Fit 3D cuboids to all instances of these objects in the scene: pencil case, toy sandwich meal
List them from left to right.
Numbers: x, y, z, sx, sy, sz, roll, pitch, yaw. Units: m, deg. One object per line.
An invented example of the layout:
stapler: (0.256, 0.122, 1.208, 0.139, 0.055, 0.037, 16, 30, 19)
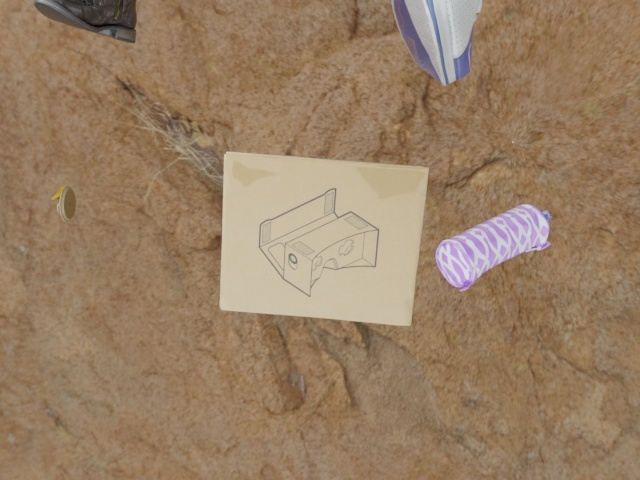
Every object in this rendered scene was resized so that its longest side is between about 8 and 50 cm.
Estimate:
toy sandwich meal: (-0.553, -0.081, 1.101, 0.029, 0.085, 0.086, 2, 102, -6)
pencil case: (0.292, 0.008, 0.860, 0.088, 0.206, 0.086, 65, 157, 8)

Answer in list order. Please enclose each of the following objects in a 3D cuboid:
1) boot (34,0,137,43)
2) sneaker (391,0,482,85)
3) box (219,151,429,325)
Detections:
boot: (-0.423, -0.518, 0.982, 0.091, 0.263, 0.229, 20, 106, 12)
sneaker: (0.167, -0.346, 0.569, 0.182, 0.127, 0.316, -24, 131, 1)
box: (0.000, 0.000, 0.519, 0.201, 0.021, 0.165, 5, 100, 4)
